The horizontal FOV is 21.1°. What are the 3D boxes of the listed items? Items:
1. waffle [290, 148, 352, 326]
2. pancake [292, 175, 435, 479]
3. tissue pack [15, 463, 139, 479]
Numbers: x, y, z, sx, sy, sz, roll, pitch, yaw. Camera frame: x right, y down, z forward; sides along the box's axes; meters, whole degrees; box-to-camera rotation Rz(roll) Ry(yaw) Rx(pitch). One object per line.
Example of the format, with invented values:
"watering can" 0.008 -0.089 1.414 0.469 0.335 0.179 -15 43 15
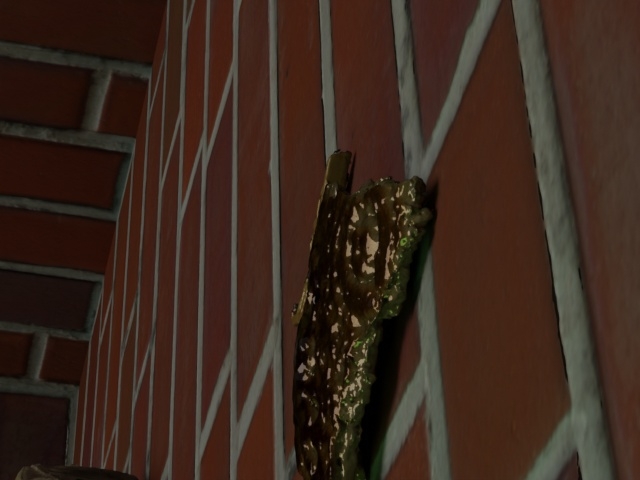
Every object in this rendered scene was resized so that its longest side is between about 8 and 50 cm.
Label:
"waffle" 0.000 0.000 1.480 0.097 0.023 0.153 175 101 -77
"pancake" 0.037 0.054 1.245 0.244 0.057 0.266 125 148 -49
"tissue pack" -0.367 0.527 2.475 0.297 0.207 0.380 177 100 -79
